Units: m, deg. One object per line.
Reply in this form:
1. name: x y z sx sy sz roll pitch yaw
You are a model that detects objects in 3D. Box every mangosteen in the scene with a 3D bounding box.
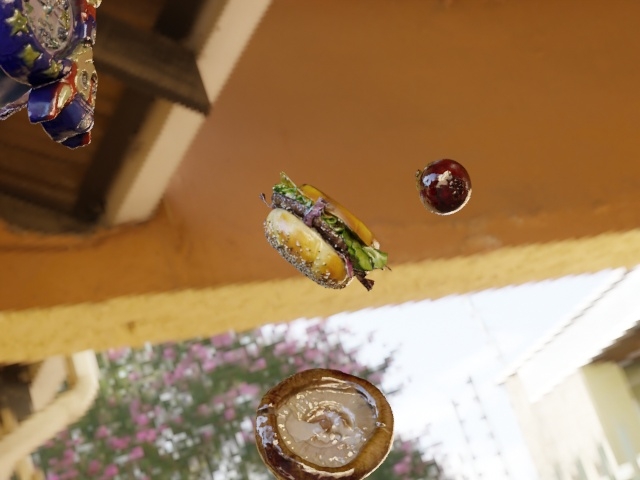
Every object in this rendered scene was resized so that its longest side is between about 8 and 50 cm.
1. mangosteen: 0.175 -0.076 1.939 0.081 0.081 0.081 -17 -21 -7

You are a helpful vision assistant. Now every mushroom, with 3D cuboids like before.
1. mushroom: 0.003 0.161 1.147 0.123 0.123 0.052 -13 -41 -16

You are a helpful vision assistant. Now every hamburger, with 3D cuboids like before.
1. hamburger: 0.001 0.000 1.724 0.093 0.189 0.164 -53 -45 -7

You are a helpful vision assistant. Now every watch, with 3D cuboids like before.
1. watch: -0.335 -0.206 1.350 0.200 0.196 0.171 -1 -15 21

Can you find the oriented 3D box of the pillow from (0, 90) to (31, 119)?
1. pillow: -0.323 -0.225 1.564 0.118 0.185 0.043 -16 -33 35
